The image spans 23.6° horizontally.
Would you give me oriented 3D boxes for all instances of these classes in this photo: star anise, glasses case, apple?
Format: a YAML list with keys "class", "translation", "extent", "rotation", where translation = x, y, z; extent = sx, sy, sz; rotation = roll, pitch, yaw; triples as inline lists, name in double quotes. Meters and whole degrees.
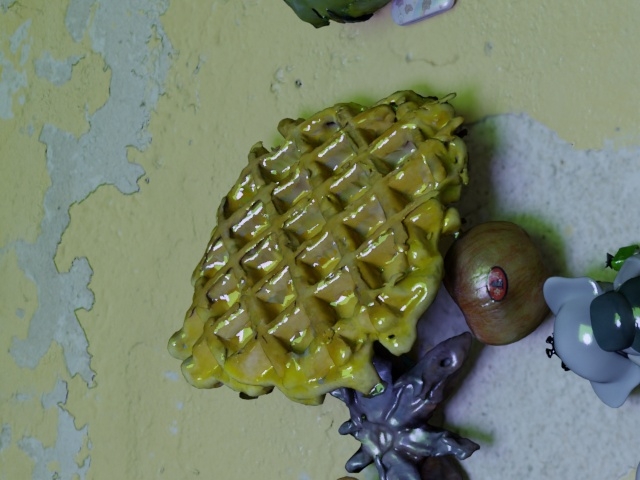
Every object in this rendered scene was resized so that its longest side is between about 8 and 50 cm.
- class: "star anise"
  translation: [0.081, 0.193, 1.643]
  extent: [0.198, 0.111, 0.257]
  rotation: [11, 111, 40]
- class: "glasses case"
  translation: [0.113, -0.263, 1.703]
  extent: [0.083, 0.021, 0.032]
  rotation: [-14, 80, 39]
- class: "apple"
  translation: [0.184, 0.043, 1.573]
  extent: [0.102, 0.126, 0.126]
  rotation: [-29, 66, -1]

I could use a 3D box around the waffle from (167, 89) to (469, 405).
- class: "waffle"
  translation: [0.000, 0.000, 1.652]
  extent: [0.382, 0.095, 0.379]
  rotation: [-9, 53, 44]

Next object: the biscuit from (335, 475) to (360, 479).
- class: "biscuit"
  translation: [0.071, 0.371, 1.652]
  extent: [0.250, 0.036, 0.165]
  rotation: [54, 152, 9]

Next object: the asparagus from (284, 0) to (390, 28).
- class: "asparagus"
  translation: [0.115, -0.351, 1.652]
  extent: [0.382, 0.108, 0.128]
  rotation: [-28, 50, 34]

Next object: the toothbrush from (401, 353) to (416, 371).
- class: "toothbrush"
  translation: [0.032, 0.092, 1.759]
  extent: [0.276, 0.019, 0.025]
  rotation: [39, 117, 34]

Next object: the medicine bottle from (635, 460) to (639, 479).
- class: "medicine bottle"
  translation: [0.379, 0.201, 1.389]
  extent: [0.250, 0.131, 0.131]
  rotation: [-52, 58, 26]

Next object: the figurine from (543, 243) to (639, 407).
- class: "figurine"
  translation: [0.289, 0.084, 1.479]
  extent: [0.192, 0.126, 0.147]
  rotation: [-28, 80, 53]
